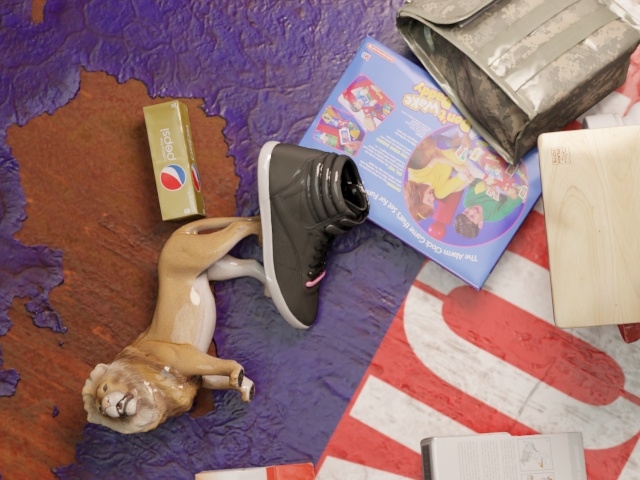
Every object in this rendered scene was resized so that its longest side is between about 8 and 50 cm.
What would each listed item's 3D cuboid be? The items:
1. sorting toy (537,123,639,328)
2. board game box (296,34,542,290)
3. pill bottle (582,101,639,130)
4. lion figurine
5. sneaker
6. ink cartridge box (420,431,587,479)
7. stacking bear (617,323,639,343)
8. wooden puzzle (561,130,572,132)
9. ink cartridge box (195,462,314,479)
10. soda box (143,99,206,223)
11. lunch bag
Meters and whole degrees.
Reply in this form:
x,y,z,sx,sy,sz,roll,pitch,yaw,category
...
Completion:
x,y,z,sx,sy,sz,roll,pitch,yaw,category
0.426,-0.021,1.668,0.255,0.089,0.257,-5,86,6,sorting toy
0.155,-0.115,1.881,0.347,0.078,0.233,34,91,9,board game box
0.523,-0.126,1.785,0.283,0.160,0.161,-5,86,5,pill bottle
-0.205,0.111,1.904,0.240,0.142,0.392,10,74,16,lion figurine
0.000,0.000,1.833,0.146,0.104,0.296,3,112,24,sneaker
0.275,0.418,1.826,0.238,0.060,0.275,0,77,-17,ink cartridge box
0.549,0.026,1.772,0.288,0.164,0.176,-14,86,9,stacking bear
0.416,-0.126,1.878,0.116,0.014,0.079,6,88,8,wooden puzzle
-0.095,0.417,1.900,0.179,0.045,0.146,-6,86,10,ink cartridge box
-0.225,-0.121,1.941,0.058,0.061,0.181,-12,85,8,soda box
0.277,-0.297,1.799,0.235,0.169,0.287,-35,70,-18,lunch bag
